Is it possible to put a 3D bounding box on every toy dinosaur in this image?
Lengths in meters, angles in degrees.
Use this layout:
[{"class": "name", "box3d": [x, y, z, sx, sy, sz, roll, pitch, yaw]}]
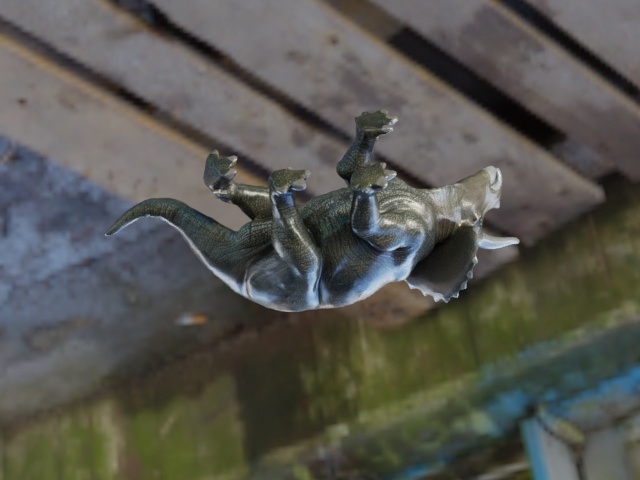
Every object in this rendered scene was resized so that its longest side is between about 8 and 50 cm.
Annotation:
[{"class": "toy dinosaur", "box3d": [0.000, 0.000, 1.242, 0.313, 0.121, 0.160, -15, 127, -3]}]
